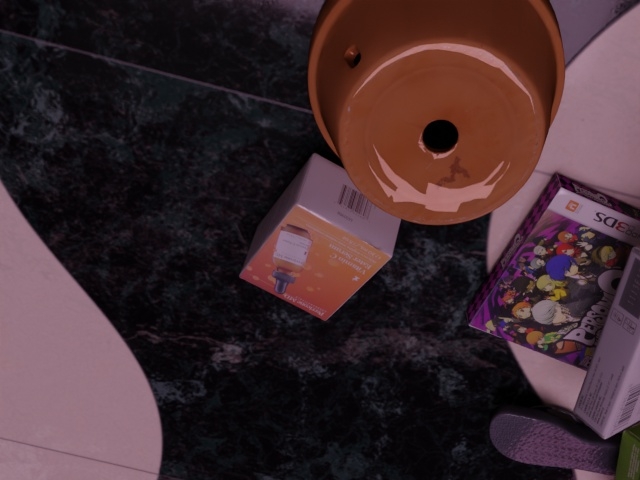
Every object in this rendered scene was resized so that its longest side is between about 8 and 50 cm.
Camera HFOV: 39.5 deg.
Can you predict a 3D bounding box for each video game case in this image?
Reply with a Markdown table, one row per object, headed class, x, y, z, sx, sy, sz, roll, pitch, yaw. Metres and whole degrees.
| class | x | y | z | sx | sy | sz | roll | pitch | yaw |
| --- | --- | --- | --- | --- | --- | --- | --- | --- | --- |
| video game case | 0.334 | 0.052 | 1.140 | 0.210 | 0.042 | 0.232 | 22 | 121 | -10 |

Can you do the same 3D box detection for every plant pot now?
| class | x | y | z | sx | sy | sz | roll | pitch | yaw |
| --- | --- | --- | --- | --- | --- | --- | --- | --- | --- |
| plant pot | 0.123 | -0.151 | 0.941 | 0.291 | 0.203 | 0.291 | 2 | 121 | 3 |

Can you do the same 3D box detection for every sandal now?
| class | x | y | z | sx | sy | sz | roll | pitch | yaw |
| --- | --- | --- | --- | --- | --- | --- | --- | --- | --- |
| sandal | 0.349 | 0.284 | 1.284 | 0.254 | 0.054 | 0.097 | 19 | 129 | -18 |

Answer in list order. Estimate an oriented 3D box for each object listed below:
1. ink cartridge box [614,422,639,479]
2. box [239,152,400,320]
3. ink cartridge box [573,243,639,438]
| class | x | y | z | sx | sy | sz | roll | pitch | yaw |
| --- | --- | --- | --- | --- | --- | --- | --- | --- | --- |
| ink cartridge box | 0.546 | 0.319 | 1.267 | 0.255 | 0.097 | 0.189 | -19 | 124 | -24 |
| box | 0.000 | 0.000 | 1.080 | 0.130 | 0.091 | 0.170 | 27 | 139 | -12 |
| ink cartridge box | 0.450 | 0.097 | 1.112 | 0.239 | 0.060 | 0.275 | -18 | 132 | -30 |
